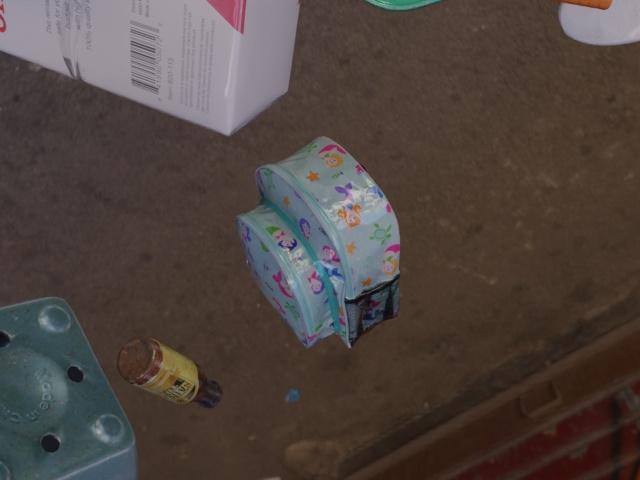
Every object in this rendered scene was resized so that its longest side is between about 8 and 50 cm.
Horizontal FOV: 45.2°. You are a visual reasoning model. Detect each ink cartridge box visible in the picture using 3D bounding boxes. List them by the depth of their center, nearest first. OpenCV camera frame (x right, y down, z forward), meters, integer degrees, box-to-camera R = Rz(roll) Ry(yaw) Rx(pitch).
[{"bbox_3d":[-0.165,-0.245,0.682,0.283,0.117,0.207,22,128,15],"label":"ink cartridge box"}]

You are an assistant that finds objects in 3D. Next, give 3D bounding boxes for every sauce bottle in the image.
[{"bbox_3d":[-0.126,0.120,0.673,0.042,0.042,0.128,-27,147,12],"label":"sauce bottle"}]

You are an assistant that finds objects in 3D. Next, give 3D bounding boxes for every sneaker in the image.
[{"bbox_3d":[0.339,-0.248,0.746,0.212,0.094,0.080,-19,97,19],"label":"sneaker"}]

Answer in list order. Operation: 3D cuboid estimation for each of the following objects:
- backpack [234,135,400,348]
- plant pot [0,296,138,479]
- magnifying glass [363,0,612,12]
[{"bbox_3d":[0.000,0.000,1.021,0.191,0.225,0.253,-26,144,-22],"label":"backpack"},{"bbox_3d":[-0.298,0.179,0.645,0.252,0.247,0.247,-40,164,33],"label":"plant pot"},{"bbox_3d":[0.128,-0.226,0.638,0.231,0.026,0.092,10,99,-2],"label":"magnifying glass"}]
